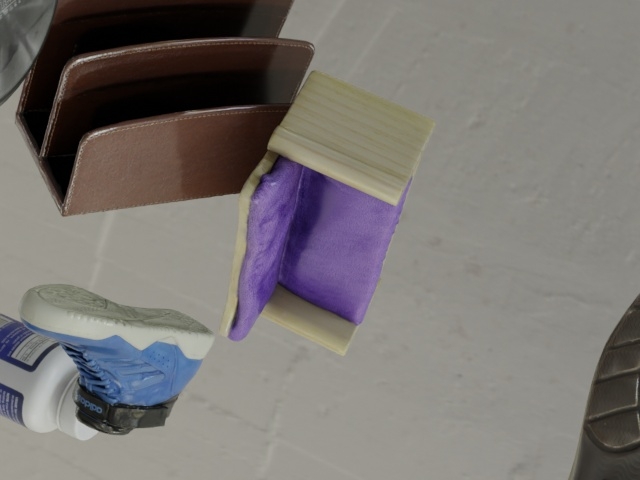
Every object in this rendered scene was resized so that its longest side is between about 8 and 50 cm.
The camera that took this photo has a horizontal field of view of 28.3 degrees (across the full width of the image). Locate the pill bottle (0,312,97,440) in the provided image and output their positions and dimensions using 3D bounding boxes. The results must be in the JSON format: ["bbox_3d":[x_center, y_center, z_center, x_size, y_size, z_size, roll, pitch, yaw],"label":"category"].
[{"bbox_3d":[-0.345,0.166,1.526,0.187,0.112,0.112,22,-91,19],"label":"pill bottle"}]

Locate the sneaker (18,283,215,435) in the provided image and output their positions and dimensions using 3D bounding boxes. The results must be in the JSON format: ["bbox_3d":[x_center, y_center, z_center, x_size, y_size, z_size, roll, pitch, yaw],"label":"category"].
[{"bbox_3d":[-0.134,0.079,0.781,0.058,0.152,0.084,30,-83,33],"label":"sneaker"}]

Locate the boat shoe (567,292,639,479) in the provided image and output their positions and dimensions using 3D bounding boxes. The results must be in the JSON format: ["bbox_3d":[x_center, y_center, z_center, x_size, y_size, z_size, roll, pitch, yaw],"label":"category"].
[{"bbox_3d":[0.261,0.161,1.004,0.132,0.130,0.355,27,-92,14],"label":"boat shoe"}]

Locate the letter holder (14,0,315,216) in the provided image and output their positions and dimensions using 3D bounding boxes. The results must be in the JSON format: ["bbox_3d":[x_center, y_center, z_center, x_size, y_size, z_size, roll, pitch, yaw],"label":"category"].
[{"bbox_3d":[-0.143,-0.167,1.358,0.152,0.302,0.214,58,-40,30],"label":"letter holder"}]

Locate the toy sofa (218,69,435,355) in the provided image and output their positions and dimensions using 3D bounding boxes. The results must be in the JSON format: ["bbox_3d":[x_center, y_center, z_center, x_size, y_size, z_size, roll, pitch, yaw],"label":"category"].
[{"bbox_3d":[0.000,0.000,1.423,0.150,0.362,0.177,24,-122,6],"label":"toy sofa"}]

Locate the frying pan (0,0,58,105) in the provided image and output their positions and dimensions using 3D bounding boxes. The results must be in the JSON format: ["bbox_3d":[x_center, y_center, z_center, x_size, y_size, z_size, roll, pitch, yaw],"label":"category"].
[{"bbox_3d":[-0.208,-0.211,0.788,0.053,0.197,0.326,22,-65,12],"label":"frying pan"}]
